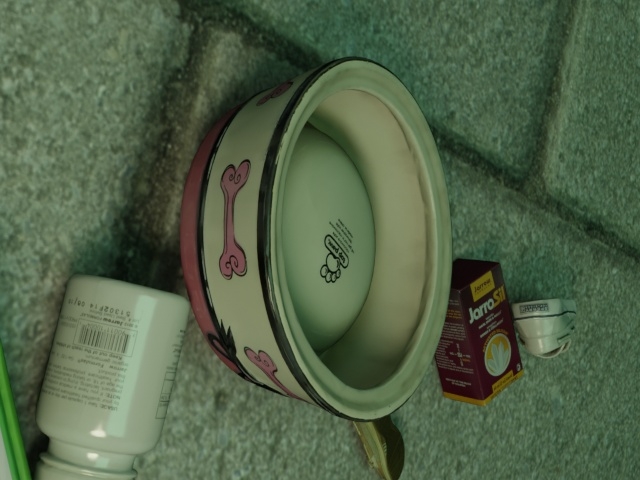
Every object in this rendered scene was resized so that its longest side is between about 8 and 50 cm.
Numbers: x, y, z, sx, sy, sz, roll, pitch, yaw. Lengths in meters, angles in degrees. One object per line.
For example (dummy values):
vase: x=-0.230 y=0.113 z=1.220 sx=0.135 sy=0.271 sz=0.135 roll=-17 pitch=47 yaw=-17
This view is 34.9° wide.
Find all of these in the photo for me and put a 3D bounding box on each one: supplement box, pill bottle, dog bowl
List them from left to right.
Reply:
pill bottle: x=-0.221 y=0.157 z=1.052 sx=0.131 sy=0.131 sz=0.229 roll=19 pitch=80 yaw=-42
dog bowl: x=0.000 y=0.000 z=1.180 sx=0.408 sy=0.150 sz=0.408 roll=4 pitch=85 yaw=-57
supplement box: x=0.223 y=0.133 z=1.499 sx=0.104 sy=0.081 sz=0.188 roll=-29 pitch=113 yaw=-37

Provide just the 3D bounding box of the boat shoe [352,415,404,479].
boat shoe: x=0.076 y=0.273 z=1.406 sx=0.056 sy=0.048 sz=0.153 roll=-55 pitch=134 yaw=-40

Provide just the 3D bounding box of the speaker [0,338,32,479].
speaker: x=-0.335 y=0.183 z=0.930 sx=0.131 sy=0.131 sz=0.297 roll=-24 pitch=118 yaw=-39

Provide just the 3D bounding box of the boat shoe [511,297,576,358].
boat shoe: x=0.344 y=0.134 z=1.543 sx=0.267 sy=0.096 sz=0.088 roll=21 pitch=62 yaw=-76
